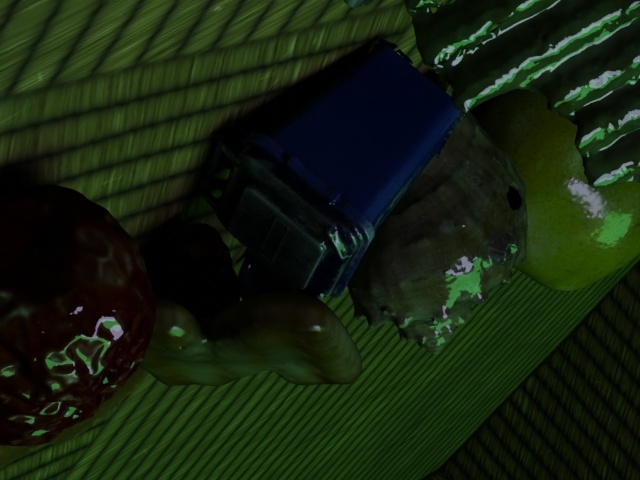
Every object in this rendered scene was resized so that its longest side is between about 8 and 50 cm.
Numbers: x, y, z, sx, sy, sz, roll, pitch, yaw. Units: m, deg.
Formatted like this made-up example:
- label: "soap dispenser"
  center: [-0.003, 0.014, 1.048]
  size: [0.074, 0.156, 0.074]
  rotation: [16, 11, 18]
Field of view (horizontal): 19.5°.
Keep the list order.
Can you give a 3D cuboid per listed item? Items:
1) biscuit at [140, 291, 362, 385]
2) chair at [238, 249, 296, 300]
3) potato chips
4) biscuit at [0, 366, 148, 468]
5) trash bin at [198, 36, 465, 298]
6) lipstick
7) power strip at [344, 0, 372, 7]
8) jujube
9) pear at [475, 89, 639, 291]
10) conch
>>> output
- label: "biscuit"
  center: [-0.086, 0.104, 1.924]
  size: [0.236, 0.062, 0.291]
  rotation: [-2, 167, 10]
- label: "chair"
  center: [0.000, 0.001, 2.185]
  size: [0.221, 0.104, 0.095]
  rotation: [-35, 139, -34]
- label: "potato chips"
  center: [0.285, -0.244, 1.651]
  size: [0.389, 0.373, 0.097]
  rotation: [-51, -166, 27]
- label: "biscuit"
  center: [-0.285, 0.144, 1.964]
  size: [0.269, 0.051, 0.376]
  rotation: [-42, 165, 0]
- label: "trash bin"
  center: [0.015, -0.081, 1.870]
  size: [0.234, 0.184, 0.162]
  rotation: [-46, 173, -29]
- label: "lipstick"
  center: [-0.127, 0.049, 2.021]
  size: [0.081, 0.081, 0.300]
  rotation: [-37, 164, -12]
- label: "power strip"
  center: [0.040, -0.239, 1.719]
  size: [0.055, 0.035, 0.083]
  rotation: [-49, 176, 30]
- label: "jujube"
  center: [-0.249, 0.070, 1.585]
  size: [0.213, 0.213, 0.232]
  rotation: [-33, 162, -25]
- label: "pear"
  center: [0.312, -0.092, 2.323]
  size: [0.294, 0.294, 0.294]
  rotation: [-37, 164, -12]
- label: "conch"
  center: [0.153, -0.026, 2.133]
  size: [0.263, 0.186, 0.324]
  rotation: [-46, 154, -60]
